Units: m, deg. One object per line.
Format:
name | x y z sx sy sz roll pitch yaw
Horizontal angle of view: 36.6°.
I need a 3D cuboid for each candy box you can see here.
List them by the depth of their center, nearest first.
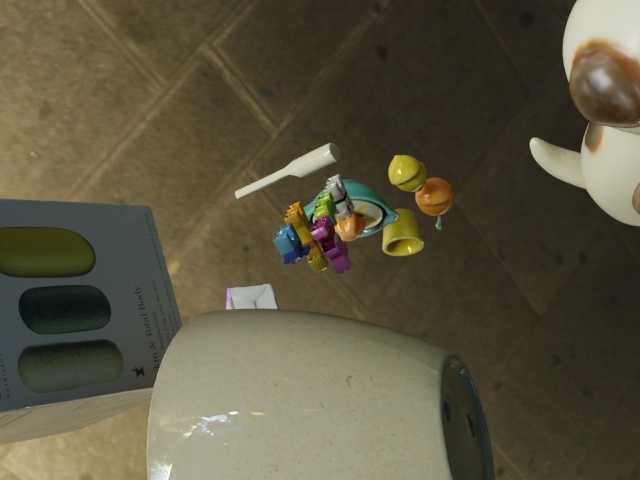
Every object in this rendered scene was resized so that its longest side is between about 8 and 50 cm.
candy box | -0.095 0.192 1.436 0.070 0.165 0.196 -5 133 -15

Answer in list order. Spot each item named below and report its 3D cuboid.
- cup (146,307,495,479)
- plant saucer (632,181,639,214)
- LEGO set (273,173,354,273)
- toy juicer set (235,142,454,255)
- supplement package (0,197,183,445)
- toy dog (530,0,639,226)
cup | 0.027 0.205 0.904 0.331 0.236 0.331 -14 90 -70
plant saucer | 0.440 -0.067 0.922 0.277 0.278 0.041 1 66 -36
LEGO set | 0.000 0.000 1.282 0.087 0.227 0.093 -24 106 15
toy juicer set | 0.061 -0.058 1.479 0.328 0.209 0.090 13 58 -29
supplement package | -0.298 0.086 0.946 0.262 0.198 0.199 1 68 -56
toy dog | 0.434 -0.184 1.185 0.408 0.395 0.285 45 67 -52
